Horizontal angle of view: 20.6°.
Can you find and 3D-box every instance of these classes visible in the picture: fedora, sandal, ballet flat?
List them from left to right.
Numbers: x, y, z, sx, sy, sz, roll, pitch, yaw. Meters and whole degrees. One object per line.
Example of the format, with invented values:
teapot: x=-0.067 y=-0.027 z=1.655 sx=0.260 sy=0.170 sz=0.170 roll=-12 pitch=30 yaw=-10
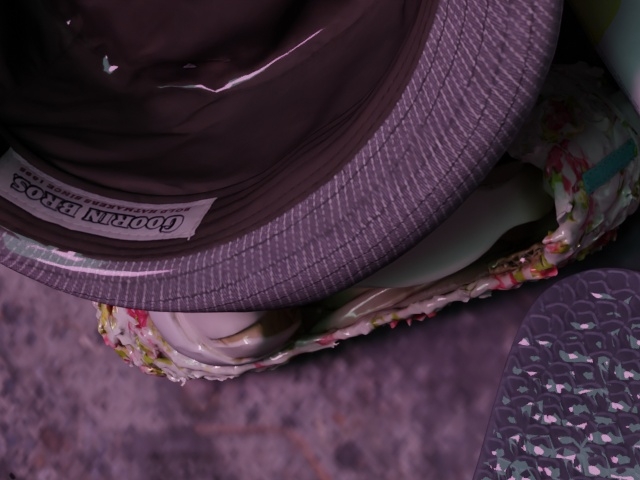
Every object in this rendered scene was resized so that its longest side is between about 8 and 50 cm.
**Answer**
fedora: x=-0.038 y=-0.107 z=0.552 sx=0.244 sy=0.124 sz=0.275 roll=41 pitch=127 yaw=-3
ballet flat: x=0.000 y=0.000 z=0.622 sx=0.241 sy=0.077 sz=0.091 roll=-23 pitch=102 yaw=29
sandal: x=0.069 y=0.134 z=0.578 sx=0.097 sy=0.054 sz=0.254 roll=27 pitch=86 yaw=29

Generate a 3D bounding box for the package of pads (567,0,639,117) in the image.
package of pads: x=0.182 y=-0.182 z=0.531 sx=0.296 sy=0.101 sz=0.229 roll=-39 pitch=59 yaw=23
